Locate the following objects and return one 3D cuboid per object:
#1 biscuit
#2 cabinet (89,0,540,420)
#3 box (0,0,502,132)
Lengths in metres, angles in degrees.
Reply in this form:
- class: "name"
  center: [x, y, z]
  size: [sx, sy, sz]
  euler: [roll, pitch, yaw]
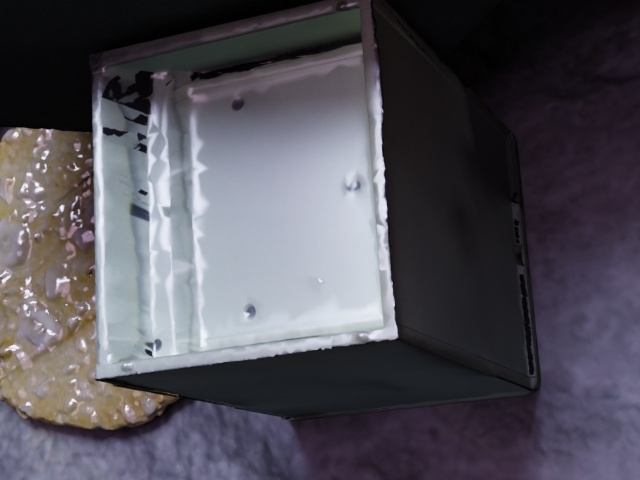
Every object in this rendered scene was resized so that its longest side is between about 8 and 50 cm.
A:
- class: "biscuit"
  center: [-0.132, 0.007, 0.758]
  size: [0.220, 0.033, 0.219]
  euler: [-5, 78, 24]
- class: "cabinet"
  center: [0.000, 0.000, 0.601]
  size: [0.150, 0.206, 0.145]
  euler: [-9, 75, 22]
- class: "box"
  center: [-0.047, -0.192, 0.549]
  size: [0.251, 0.345, 0.204]
  euler: [1, 75, -20]
